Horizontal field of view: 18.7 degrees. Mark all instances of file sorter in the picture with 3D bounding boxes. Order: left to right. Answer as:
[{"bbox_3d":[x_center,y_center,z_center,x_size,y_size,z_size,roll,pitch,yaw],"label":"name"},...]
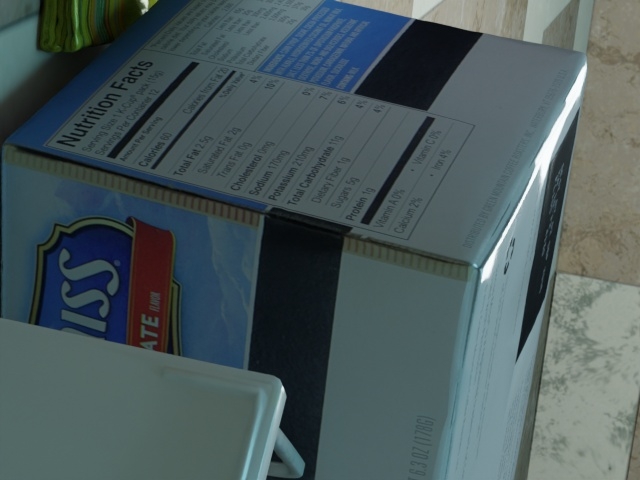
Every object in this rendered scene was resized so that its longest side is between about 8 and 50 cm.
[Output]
[{"bbox_3d":[-0.129,0.185,0.757,0.173,0.193,0.278,68,34,-71],"label":"file sorter"}]

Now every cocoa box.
[{"bbox_3d":[-0.019,0.074,1.001,0.231,0.228,0.347,-56,156,-55],"label":"cocoa box"}]

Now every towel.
[{"bbox_3d":[-0.089,-0.155,1.021,0.237,0.021,0.102,-32,131,-73],"label":"towel"}]
